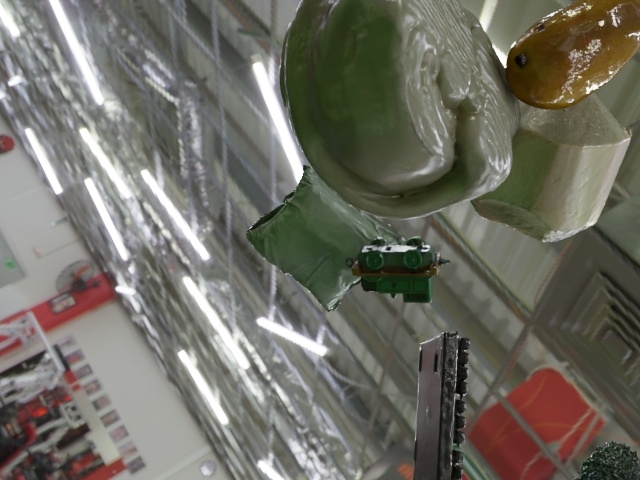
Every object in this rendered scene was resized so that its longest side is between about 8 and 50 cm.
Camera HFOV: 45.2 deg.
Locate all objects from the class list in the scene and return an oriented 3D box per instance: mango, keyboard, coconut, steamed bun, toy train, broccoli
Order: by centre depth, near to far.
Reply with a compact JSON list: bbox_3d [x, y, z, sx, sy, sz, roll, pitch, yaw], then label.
[{"bbox_3d":[0.108,0.247,0.718,0.106,0.027,0.317,122,-26,-74],"label":"keyboard"},{"bbox_3d":[0.086,-0.192,0.992,0.255,0.368,0.343,-24,-69,26],"label":"steamed bun"},{"bbox_3d":[0.344,-0.254,1.016,0.109,0.227,0.147,53,-15,35],"label":"mango"},{"bbox_3d":[0.354,-0.142,1.206,0.239,0.239,0.244,41,-47,42],"label":"coconut"},{"bbox_3d":[0.570,0.487,1.500,0.167,0.154,0.160,61,4,29],"label":"broccoli"},{"bbox_3d":[0.167,0.068,1.656,0.091,0.227,0.136,-57,142,-67],"label":"toy train"}]

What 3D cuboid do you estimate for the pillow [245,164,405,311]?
[{"bbox_3d":[0.000,0.000,1.854,0.310,0.138,0.283,39,-66,-6],"label":"pillow"}]
